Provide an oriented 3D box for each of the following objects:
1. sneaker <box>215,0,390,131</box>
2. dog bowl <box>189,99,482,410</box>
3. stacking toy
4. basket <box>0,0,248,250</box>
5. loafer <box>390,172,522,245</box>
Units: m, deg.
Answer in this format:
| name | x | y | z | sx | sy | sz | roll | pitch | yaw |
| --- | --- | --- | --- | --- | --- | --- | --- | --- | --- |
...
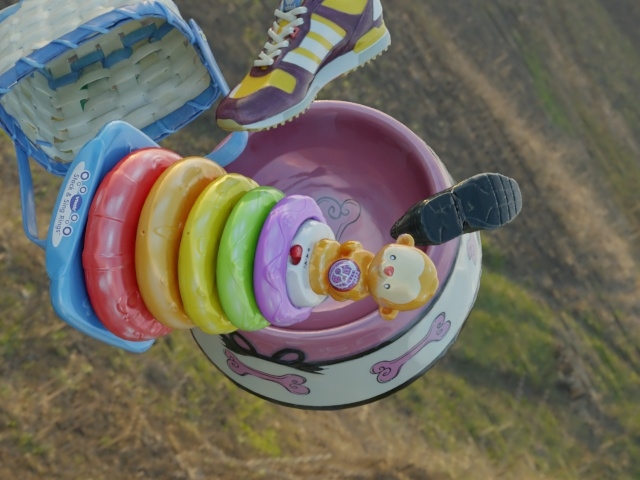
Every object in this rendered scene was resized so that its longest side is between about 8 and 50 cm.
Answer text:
| name | x | y | z | sx | sy | sz | roll | pitch | yaw |
| --- | --- | --- | --- | --- | --- | --- | --- | --- | --- |
| sneaker | -0.023 | -0.158 | 1.011 | 0.185 | 0.069 | 0.084 | -40 | 124 | -33 |
| dog bowl | 0.000 | 0.000 | 1.601 | 0.150 | 0.408 | 0.408 | 71 | 0 | -63 |
| stacking toy | -0.050 | 0.015 | 0.994 | 0.166 | 0.302 | 0.175 | 41 | 61 | -61 |
| basket | -0.219 | -0.152 | 1.337 | 0.201 | 0.255 | 0.289 | 53 | 16 | -52 |
| loafer | 0.144 | -0.033 | 1.318 | 0.170 | 0.061 | 0.062 | -13 | 91 | -40 |
